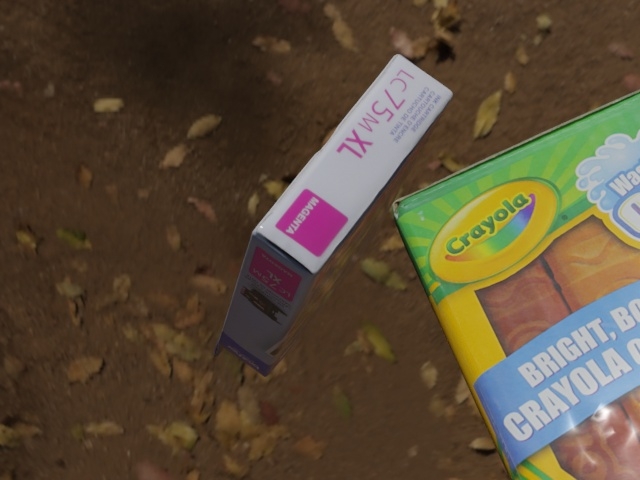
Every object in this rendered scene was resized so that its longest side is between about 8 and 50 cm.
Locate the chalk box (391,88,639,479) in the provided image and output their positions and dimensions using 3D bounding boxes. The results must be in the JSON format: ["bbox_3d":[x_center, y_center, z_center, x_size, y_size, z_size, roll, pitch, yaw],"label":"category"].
[{"bbox_3d":[0.155,0.049,0.529,0.180,0.179,0.289,-26,55,4],"label":"chalk box"}]

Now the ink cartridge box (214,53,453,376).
[{"bbox_3d":[0.000,0.000,0.971,0.065,0.311,0.186,37,66,3],"label":"ink cartridge box"}]
